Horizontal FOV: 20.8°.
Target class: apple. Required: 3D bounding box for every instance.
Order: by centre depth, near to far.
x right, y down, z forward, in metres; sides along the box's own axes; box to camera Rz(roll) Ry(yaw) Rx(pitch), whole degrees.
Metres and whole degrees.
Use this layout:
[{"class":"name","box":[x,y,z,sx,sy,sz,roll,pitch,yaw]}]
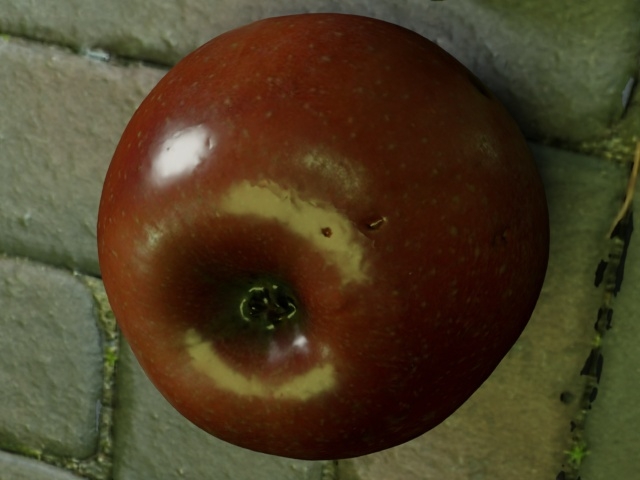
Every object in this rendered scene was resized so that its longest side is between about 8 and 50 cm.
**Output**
[{"class":"apple","box":[0.000,0.000,1.321,0.348,0.277,0.349,8,118,15]}]
